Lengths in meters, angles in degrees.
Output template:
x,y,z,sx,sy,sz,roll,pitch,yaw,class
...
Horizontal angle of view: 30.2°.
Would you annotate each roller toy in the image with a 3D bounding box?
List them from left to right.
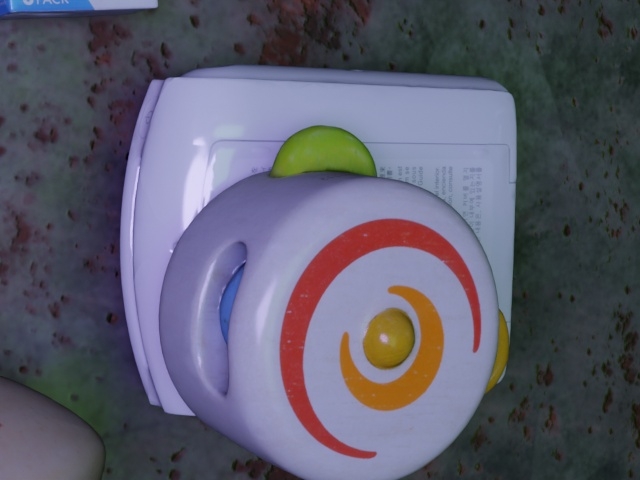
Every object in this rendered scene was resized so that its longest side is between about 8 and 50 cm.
x,y,z,sx,sy,sz,roll,pitch,yaw,class
0.010,0.054,0.745,0.191,0.146,0.209,-42,115,-20,roller toy

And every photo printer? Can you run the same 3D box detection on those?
x,y,z,sx,sy,sz,roll,pitch,yaw,class
0.000,0.000,0.884,0.307,0.107,0.256,-3,96,-31,photo printer

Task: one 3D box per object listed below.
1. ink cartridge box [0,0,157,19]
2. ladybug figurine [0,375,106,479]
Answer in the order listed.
x,y,z,sx,sy,sz,roll,pitch,yaw,class
-0.173,-0.240,0.781,0.104,0.061,0.181,-9,99,-31,ink cartridge box
-0.302,0.203,0.605,0.162,0.305,0.449,47,39,2,ladybug figurine
